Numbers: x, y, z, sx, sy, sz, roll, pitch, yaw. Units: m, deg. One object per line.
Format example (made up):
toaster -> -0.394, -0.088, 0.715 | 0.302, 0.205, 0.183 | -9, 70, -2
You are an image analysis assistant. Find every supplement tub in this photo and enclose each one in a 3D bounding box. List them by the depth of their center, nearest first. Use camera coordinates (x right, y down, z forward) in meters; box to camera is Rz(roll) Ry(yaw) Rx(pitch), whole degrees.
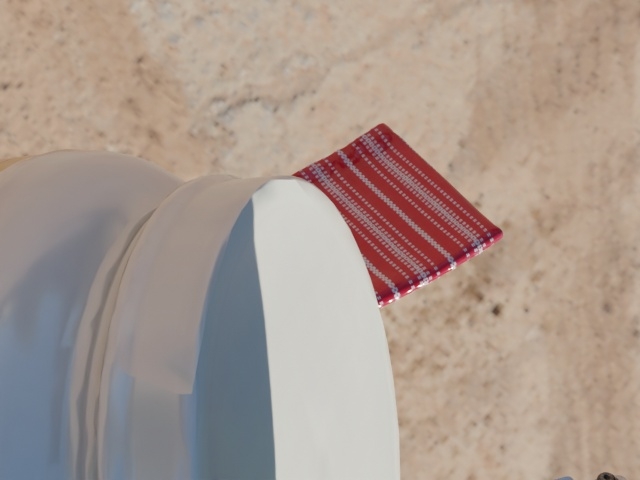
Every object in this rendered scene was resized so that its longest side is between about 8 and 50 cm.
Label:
supplement tub -> -0.147, 0.086, 0.530 | 0.228, 0.316, 0.228 | -5, 90, -69

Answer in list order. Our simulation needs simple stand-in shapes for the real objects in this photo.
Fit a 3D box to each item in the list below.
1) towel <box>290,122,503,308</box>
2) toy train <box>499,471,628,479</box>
towel -> 0.000, 0.000, 1.266 | 0.274, 0.199, 0.031 | -27, 137, -16
toy train -> 0.165, 0.231, 1.055 | 0.184, 0.080, 0.105 | -11, 128, -17
